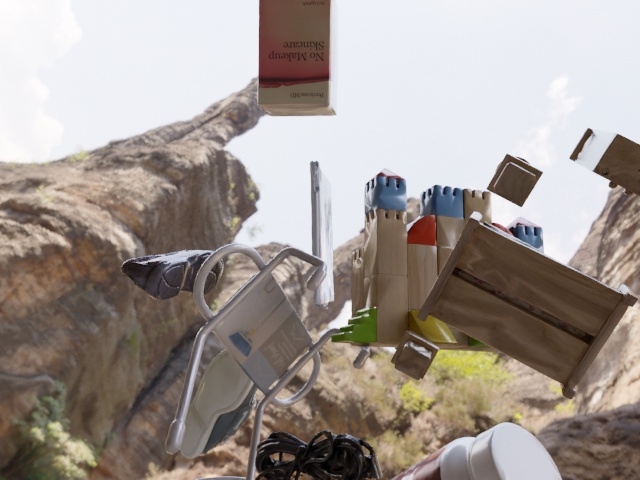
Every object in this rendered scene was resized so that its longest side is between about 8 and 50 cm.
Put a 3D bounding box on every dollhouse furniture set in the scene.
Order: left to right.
[{"bbox_3d":[0.307,0.057,0.739,0.303,0.174,0.355,29,-72,9],"label":"dollhouse furniture set"}]

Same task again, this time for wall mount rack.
[{"bbox_3d":[-0.079,0.186,0.843,0.131,0.304,0.350,24,-28,42],"label":"wall mount rack"}]

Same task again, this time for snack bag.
[{"bbox_3d":[0.000,0.000,1.433,0.037,0.342,0.322,-1,-93,6],"label":"snack bag"}]

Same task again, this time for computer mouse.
[{"bbox_3d":[-0.015,0.339,0.619,0.072,0.272,0.189,28,-30,-32],"label":"computer mouse"}]

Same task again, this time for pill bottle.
[{"bbox_3d":[0.274,0.539,1.226,0.224,0.224,0.392,45,-56,3],"label":"pill bottle"}]

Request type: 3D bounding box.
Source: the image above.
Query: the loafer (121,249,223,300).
[{"bbox_3d":[-0.300,0.060,1.274,0.095,0.302,0.108,21,-85,13],"label":"loafer"}]

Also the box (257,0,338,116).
[{"bbox_3d":[-0.043,-0.377,1.235,0.149,0.127,0.232,1,-89,7],"label":"box"}]

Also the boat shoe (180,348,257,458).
[{"bbox_3d":[-0.191,0.330,1.269,0.319,0.099,0.116,-56,-129,23],"label":"boat shoe"}]

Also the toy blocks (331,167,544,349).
[{"bbox_3d":[0.199,0.035,0.937,0.191,0.382,0.260,148,-54,-67],"label":"toy blocks"}]

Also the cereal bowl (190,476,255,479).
[{"bbox_3d":[-0.223,0.585,1.135,0.339,0.339,0.141,1,-82,41],"label":"cereal bowl"}]
